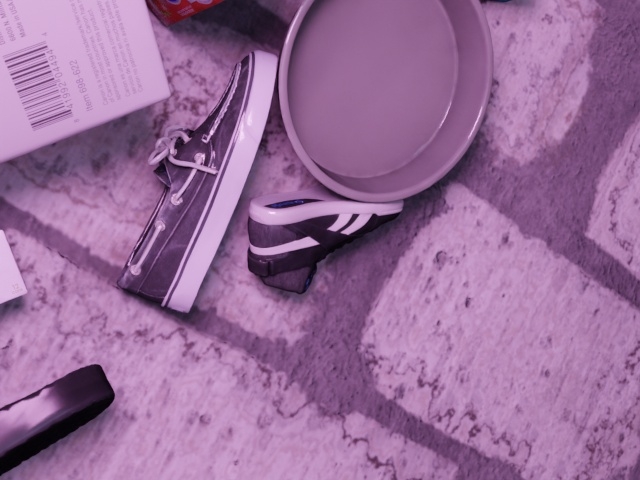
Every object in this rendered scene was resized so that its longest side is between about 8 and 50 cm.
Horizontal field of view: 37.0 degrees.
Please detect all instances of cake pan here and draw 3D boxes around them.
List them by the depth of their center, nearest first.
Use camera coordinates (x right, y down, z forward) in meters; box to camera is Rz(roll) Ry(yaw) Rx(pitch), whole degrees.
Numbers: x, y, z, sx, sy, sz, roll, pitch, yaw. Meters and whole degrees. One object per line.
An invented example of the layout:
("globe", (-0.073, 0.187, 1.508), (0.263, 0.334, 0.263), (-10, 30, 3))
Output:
("cake pan", (0.072, -0.192, 1.116), (0.293, 0.054, 0.293), (-9, 109, -28))

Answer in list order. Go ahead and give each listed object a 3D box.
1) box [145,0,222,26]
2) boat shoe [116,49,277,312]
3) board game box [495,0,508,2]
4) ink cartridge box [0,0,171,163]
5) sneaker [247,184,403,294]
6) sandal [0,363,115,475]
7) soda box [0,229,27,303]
("box", (-0.125, -0.315, 0.969), (0.122, 0.257, 0.128), (-45, 110, -14))
("boat shoe", (-0.140, -0.077, 1.062), (0.105, 0.113, 0.306), (21, 98, -12))
("board game box", (0.148, -0.481, 1.183), (0.254, 0.079, 0.336), (0, 93, -24))
("ink cartridge box", (-0.363, -0.204, 0.839), (0.385, 0.160, 0.279), (-24, 135, -15))
("sneaker", (0.000, 0.000, 1.157), (0.217, 0.079, 0.121), (-7, 117, -35))
("sandal", (-0.423, 0.227, 0.943), (0.446, 0.167, 0.107), (-28, 79, -28))
("soda box", (-0.415, 0.058, 0.963), (0.216, 0.069, 0.074), (-23, 102, -21))
